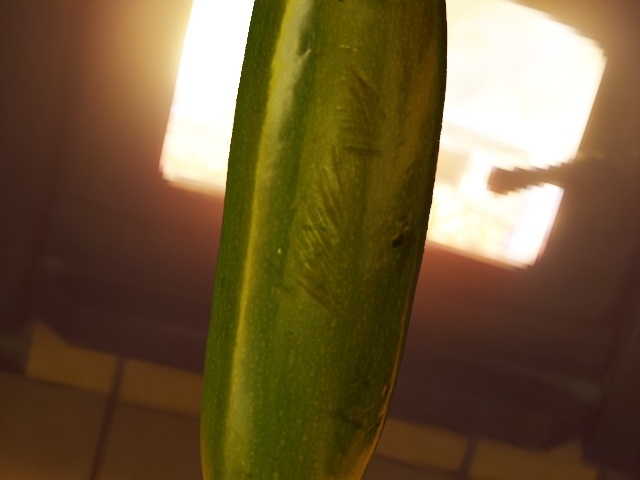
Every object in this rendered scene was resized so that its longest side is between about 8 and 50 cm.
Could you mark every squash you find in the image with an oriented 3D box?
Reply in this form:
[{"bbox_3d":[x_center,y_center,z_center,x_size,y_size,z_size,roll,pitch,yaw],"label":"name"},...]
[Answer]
[{"bbox_3d":[0.000,0.000,0.765,0.082,0.292,0.082,8,16,-2],"label":"squash"}]
